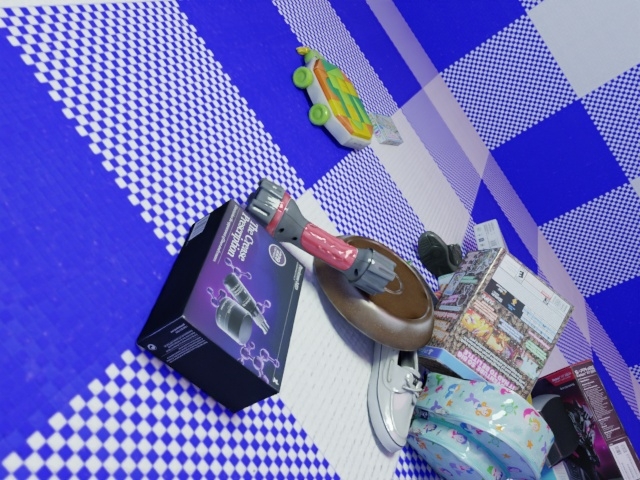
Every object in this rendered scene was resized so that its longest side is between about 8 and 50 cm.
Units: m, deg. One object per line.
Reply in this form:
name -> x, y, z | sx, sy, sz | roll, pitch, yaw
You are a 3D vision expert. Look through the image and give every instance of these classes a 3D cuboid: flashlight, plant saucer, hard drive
flashlight -> 0.000, 0.000, 1.067 | 0.304, 0.103, 0.103 | 30, 33, -13
plant saucer -> 0.128, 0.092, 1.228 | 0.310, 0.050, 0.311 | 27, 31, -18
hard drive -> 0.639, 0.511, 1.588 | 0.254, 0.054, 0.172 | 6, 58, -55

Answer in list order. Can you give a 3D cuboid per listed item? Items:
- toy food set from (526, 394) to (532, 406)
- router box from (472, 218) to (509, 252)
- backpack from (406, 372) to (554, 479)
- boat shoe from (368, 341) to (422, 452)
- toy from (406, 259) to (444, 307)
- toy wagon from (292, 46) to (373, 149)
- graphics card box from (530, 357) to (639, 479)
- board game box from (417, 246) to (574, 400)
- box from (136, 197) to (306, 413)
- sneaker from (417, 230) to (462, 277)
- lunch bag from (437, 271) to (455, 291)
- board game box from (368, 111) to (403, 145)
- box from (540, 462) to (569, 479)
toy food set -> 0.477, 0.451, 1.484 | 0.218, 0.128, 0.071 | -64, 148, -58
router box -> 0.610, 0.151, 1.907 | 0.301, 0.082, 0.335 | 55, 25, -38
backpack -> 0.306, 0.376, 1.121 | 0.225, 0.253, 0.191 | 49, 55, -19
boat shoe -> 0.159, 0.284, 1.146 | 0.096, 0.088, 0.268 | 45, 31, -23
toy -> 0.275, 0.145, 1.411 | 0.056, 0.137, 0.237 | -41, 98, -17
toy wagon -> 0.030, -0.415, 1.619 | 0.267, 0.068, 0.344 | 1, 63, -57
graphics card box -> 0.776, 0.561, 1.700 | 0.094, 0.233, 0.371 | -10, 67, -22
board game box -> 0.380, 0.201, 1.292 | 0.232, 0.141, 0.291 | 38, 75, -11
box -> -0.132, 0.090, 0.868 | 0.184, 0.103, 0.261 | 47, 31, -26
sneaker -> 0.349, 0.035, 1.682 | 0.227, 0.087, 0.130 | 45, 30, -29
lunch bag -> 0.408, 0.226, 1.533 | 0.243, 0.114, 0.303 | 42, 31, -60
board game box -> 0.212, -0.364, 1.897 | 0.154, 0.026, 0.103 | -10, 72, -60
box -> 0.611, 0.580, 1.600 | 0.100, 0.060, 0.244 | 24, 44, -45
